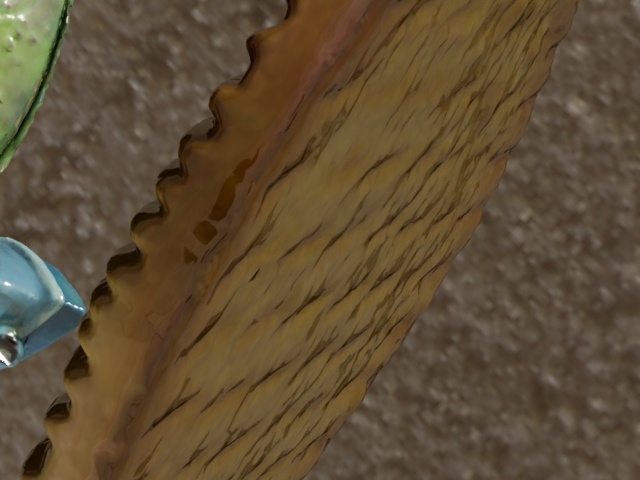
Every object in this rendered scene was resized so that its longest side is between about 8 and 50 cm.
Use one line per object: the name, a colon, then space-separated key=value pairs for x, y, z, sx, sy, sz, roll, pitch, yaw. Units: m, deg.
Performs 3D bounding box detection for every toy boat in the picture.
toy boat: x=-0.229 y=0.058 z=1.270 sx=0.098 sy=0.238 sz=0.109 roll=31 pitch=64 yaw=-29

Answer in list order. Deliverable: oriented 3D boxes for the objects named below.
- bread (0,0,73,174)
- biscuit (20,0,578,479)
bread: x=-0.231 y=-0.098 z=0.666 sx=0.301 sy=0.301 sz=0.045 roll=-36 pitch=166 yaw=-6
biscuit: x=0.000 y=0.000 z=0.639 sx=0.318 sy=0.040 sz=0.318 roll=-53 pitch=165 yaw=-21
